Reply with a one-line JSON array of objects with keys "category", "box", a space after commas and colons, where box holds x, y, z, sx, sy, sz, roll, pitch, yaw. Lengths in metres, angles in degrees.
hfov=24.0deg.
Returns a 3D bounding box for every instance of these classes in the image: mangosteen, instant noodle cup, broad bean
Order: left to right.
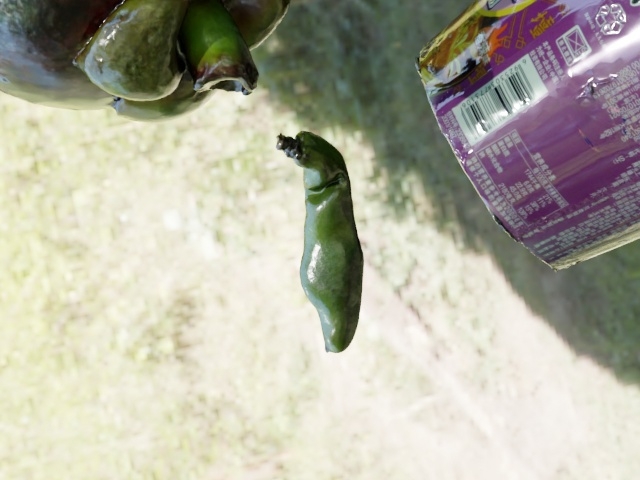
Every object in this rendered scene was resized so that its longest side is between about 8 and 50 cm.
[{"category": "mangosteen", "box": [-0.174, -0.225, 1.174, 0.300, 0.300, 0.300, 168, 90, -78]}, {"category": "broad bean", "box": [0.006, -0.005, 1.234, 0.046, 0.061, 0.195, 16, 126, 51]}, {"category": "instant noodle cup", "box": [0.267, -0.140, 1.349, 0.340, 0.266, 0.340, 44, -154, -28]}]
